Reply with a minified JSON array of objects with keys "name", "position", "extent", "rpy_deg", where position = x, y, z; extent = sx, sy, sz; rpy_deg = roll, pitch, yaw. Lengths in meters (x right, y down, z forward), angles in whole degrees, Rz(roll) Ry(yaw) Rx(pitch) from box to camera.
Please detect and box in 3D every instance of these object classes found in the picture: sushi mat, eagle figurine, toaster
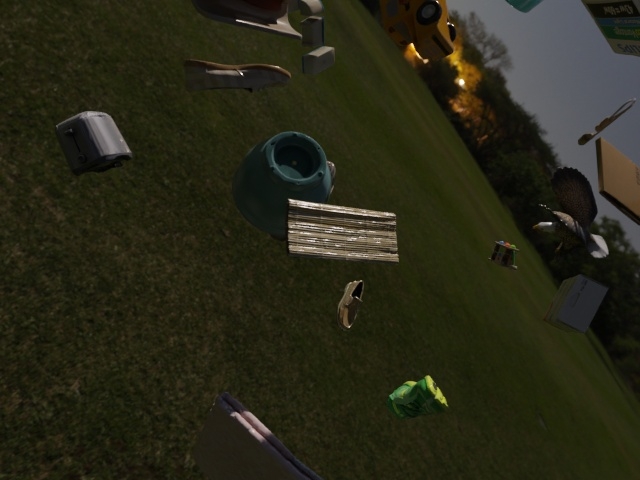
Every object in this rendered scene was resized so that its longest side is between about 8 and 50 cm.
[{"name":"sushi mat","position":[0.059,-0.019,1.251],"extent":[0.316,0.019,0.151],"rpy_deg":[6,70,-23]},{"name":"eagle figurine","position":[0.825,-0.060,1.619],"extent":[0.298,0.225,0.226],"rpy_deg":[72,-3,-45]},{"name":"toaster","position":[-0.630,-0.272,1.365],"extent":[0.227,0.129,0.146],"rpy_deg":[-69,137,-76]}]

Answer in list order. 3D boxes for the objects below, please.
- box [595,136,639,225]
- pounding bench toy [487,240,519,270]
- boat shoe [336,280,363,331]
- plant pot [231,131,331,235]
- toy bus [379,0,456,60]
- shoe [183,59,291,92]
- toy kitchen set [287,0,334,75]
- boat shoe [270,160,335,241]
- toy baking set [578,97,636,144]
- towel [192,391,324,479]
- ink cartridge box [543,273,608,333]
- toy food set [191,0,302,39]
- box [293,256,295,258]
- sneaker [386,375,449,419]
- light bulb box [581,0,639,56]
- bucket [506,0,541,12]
[{"name":"box","position":[0.784,-0.159,1.276],"extent":[0.164,0.021,0.201],"rpy_deg":[30,55,-16]},{"name":"pounding bench toy","position":[0.537,0.043,1.393],"extent":[0.052,0.065,0.083],"rpy_deg":[12,12,-30]},{"name":"boat shoe","position":[0.103,0.207,1.603],"extent":[0.068,0.072,0.190],"rpy_deg":[35,47,-23]},{"name":"plant pot","position":[-0.091,-0.184,1.387],"extent":[0.293,0.196,0.293],"rpy_deg":[7,65,-16]},{"name":"toy bus","position":[0.198,-0.550,1.055],"extent":[0.108,0.130,0.333],"rpy_deg":[12,68,-56]},{"name":"shoe","position":[-0.166,-0.325,0.991],"extent":[0.076,0.219,0.058],"rpy_deg":[-163,-108,-68]},{"name":"toy kitchen set","position":[-0.058,-0.633,1.476],"extent":[0.122,0.166,0.207],"rpy_deg":[-43,144,-41]},{"name":"boat shoe","position":[-0.047,-0.126,1.746],"extent":[0.132,0.355,0.130],"rpy_deg":[26,-21,30]},{"name":"toy baking set","position":[0.978,-0.405,1.670],"extent":[0.030,0.197,0.256],"rpy_deg":[51,20,11]},{"name":"towel","position":[-0.164,0.547,1.170],"extent":[0.317,0.332,0.053],"rpy_deg":[38,40,13]},{"name":"ink cartridge box","position":[0.492,0.126,0.946],"extent":[0.056,0.099,0.135],"rpy_deg":[28,0,18]},{"name":"toy food set","position":[-0.090,-0.507,0.795],"extent":[0.092,0.306,0.219],"rpy_deg":[25,25,36]},{"name":"box","position":[0.000,0.000,1.740],"extent":[0.232,0.183,0.059],"rpy_deg":[-44,119,-81]},{"name":"sneaker","position":[0.264,0.455,1.358],"extent":[0.109,0.123,0.295],"rpy_deg":[57,-18,14]},{"name":"light bulb box","position":[0.740,-0.642,1.015],"extent":[0.361,0.358,0.225],"rpy_deg":[45,18,-17]},{"name":"bucket","position":[0.598,-0.812,1.392],"extent":[0.281,0.183,0.281],"rpy_deg":[18,56,-29]}]
